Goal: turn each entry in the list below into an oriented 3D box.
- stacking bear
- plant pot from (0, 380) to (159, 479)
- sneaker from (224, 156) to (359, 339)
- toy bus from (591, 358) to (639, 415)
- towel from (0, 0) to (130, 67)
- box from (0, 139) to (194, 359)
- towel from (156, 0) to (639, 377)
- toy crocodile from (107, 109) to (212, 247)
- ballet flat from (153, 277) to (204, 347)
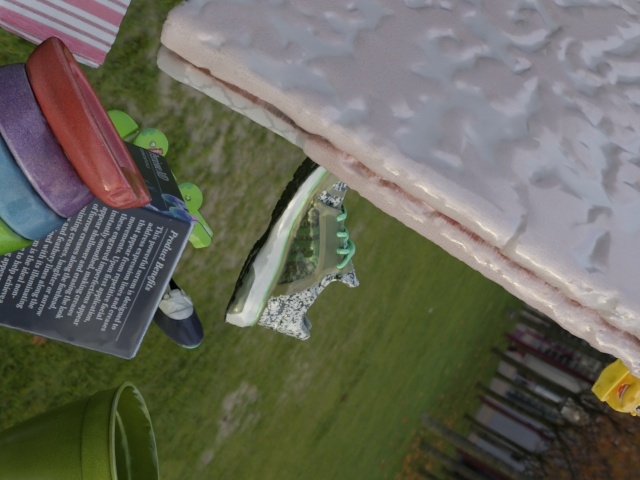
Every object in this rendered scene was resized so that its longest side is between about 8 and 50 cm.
[{"bbox_3d":[-0.318,-0.041,0.632,0.289,0.164,0.175,-27,-174,-6],"label":"stacking bear"},{"bbox_3d":[-0.584,0.531,1.662,0.366,0.353,0.366,170,-90,-88],"label":"plant pot"},{"bbox_3d":[0.000,0.000,1.237,0.410,0.182,0.158,-59,-169,21],"label":"sneaker"},{"bbox_3d":[0.597,0.264,1.209,0.220,0.211,0.149,-7,142,-26],"label":"toy bus"},{"bbox_3d":[-0.306,-0.331,0.916,0.144,0.029,0.197,21,100,-26],"label":"towel"},{"bbox_3d":[-0.403,-0.048,0.963,0.396,0.293,0.211,21,104,-27],"label":"box"},{"bbox_3d":[0.117,-0.123,0.459,0.331,0.317,0.053,-55,175,-35],"label":"towel"},{"bbox_3d":[-0.339,-0.121,1.519,0.105,0.340,0.115,-39,-163,-24],"label":"toy crocodile"},{"bbox_3d":[-0.263,0.098,1.259,0.074,0.203,0.074,-25,140,-23],"label":"ballet flat"}]
